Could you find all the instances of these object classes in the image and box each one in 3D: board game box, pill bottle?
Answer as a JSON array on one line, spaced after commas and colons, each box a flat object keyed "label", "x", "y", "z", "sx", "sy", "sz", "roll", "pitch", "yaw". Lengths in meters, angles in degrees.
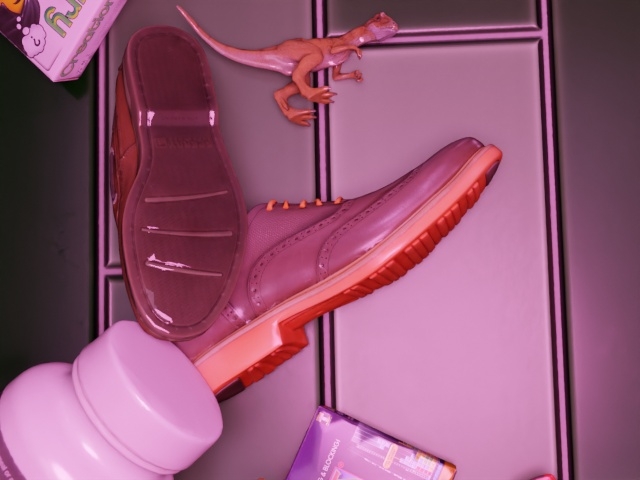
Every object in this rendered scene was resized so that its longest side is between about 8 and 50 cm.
[{"label": "board game box", "x": 0.029, "y": 0.258, "z": 0.968, "sx": 0.141, "sy": 0.048, "sz": 0.170, "roll": 23, "pitch": 86, "yaw": 6}, {"label": "pill bottle", "x": -0.239, "y": 0.217, "z": 0.897, "sx": 0.318, "sy": 0.176, "sz": 0.176, "roll": -43, "pitch": 82, "yaw": 13}, {"label": "board game box", "x": -0.235, "y": -0.329, "z": 0.987, "sx": 0.193, "sy": 0.053, "sz": 0.305, "roll": 42, "pitch": 115, "yaw": 7}]

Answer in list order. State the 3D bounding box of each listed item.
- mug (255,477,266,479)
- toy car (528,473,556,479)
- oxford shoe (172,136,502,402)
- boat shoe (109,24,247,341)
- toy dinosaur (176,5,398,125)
[{"label": "mug", "x": -0.032, "y": 0.251, "z": 0.917, "sx": 0.062, "sy": 0.064, "sz": 0.078, "roll": 5, "pitch": 84, "yaw": 6}, {"label": "toy car", "x": 0.247, "y": 0.353, "z": 0.939, "sx": 0.239, "sy": 0.053, "sz": 0.225, "roll": 25, "pitch": 87, "yaw": 7}, {"label": "oxford shoe", "x": 0.000, "y": 0.000, "z": 0.961, "sx": 0.363, "sy": 0.130, "sz": 0.133, "roll": -35, "pitch": 77, "yaw": 0}, {"label": "boat shoe", "x": -0.136, "y": -0.042, "z": 0.958, "sx": 0.110, "sy": 0.104, "sz": 0.307, "roll": 7, "pitch": 62, "yaw": -21}, {"label": "toy dinosaur", "x": -0.029, "y": -0.175, "z": 1.022, "sx": 0.211, "sy": 0.064, "sz": 0.112, "roll": -6, "pitch": 65, "yaw": -5}]
